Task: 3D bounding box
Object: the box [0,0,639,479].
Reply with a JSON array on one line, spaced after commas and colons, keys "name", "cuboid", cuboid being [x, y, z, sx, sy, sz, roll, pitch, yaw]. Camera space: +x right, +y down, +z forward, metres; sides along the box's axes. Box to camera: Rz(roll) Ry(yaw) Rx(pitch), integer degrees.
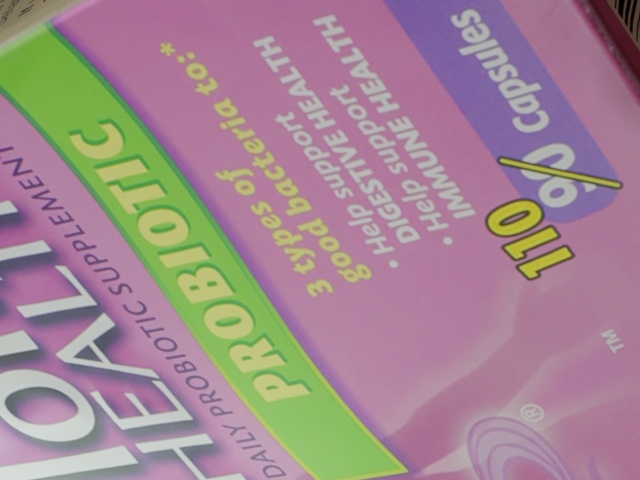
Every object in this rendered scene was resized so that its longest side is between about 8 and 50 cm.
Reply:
[{"name": "box", "cuboid": [0.000, 0.000, 0.473, 0.243, 0.117, 0.213, -23, 117, 29]}]
